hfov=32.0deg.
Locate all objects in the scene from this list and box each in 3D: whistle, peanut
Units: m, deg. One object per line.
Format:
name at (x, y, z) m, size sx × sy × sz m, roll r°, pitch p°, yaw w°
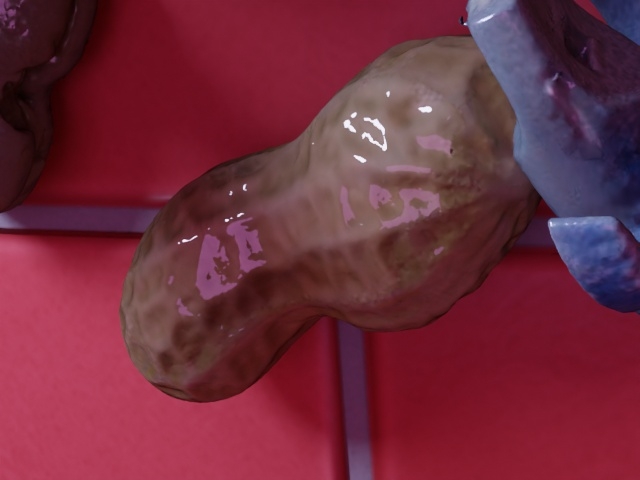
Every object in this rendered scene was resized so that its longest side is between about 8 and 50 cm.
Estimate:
whistle at (0.156, -0.026, 0.519) m, size 0.093 × 0.180 × 0.269 m, roll -20°, pitch 130°, yaw 37°
peanut at (0.000, 0.000, 0.616) m, size 0.298 × 0.120 × 0.136 m, roll -29°, pitch 63°, yaw 29°

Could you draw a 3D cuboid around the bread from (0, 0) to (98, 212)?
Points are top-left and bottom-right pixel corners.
bread at (-0.240, -0.181, 0.687) m, size 0.183 × 0.102 × 0.337 m, roll -18°, pitch 97°, yaw 27°
